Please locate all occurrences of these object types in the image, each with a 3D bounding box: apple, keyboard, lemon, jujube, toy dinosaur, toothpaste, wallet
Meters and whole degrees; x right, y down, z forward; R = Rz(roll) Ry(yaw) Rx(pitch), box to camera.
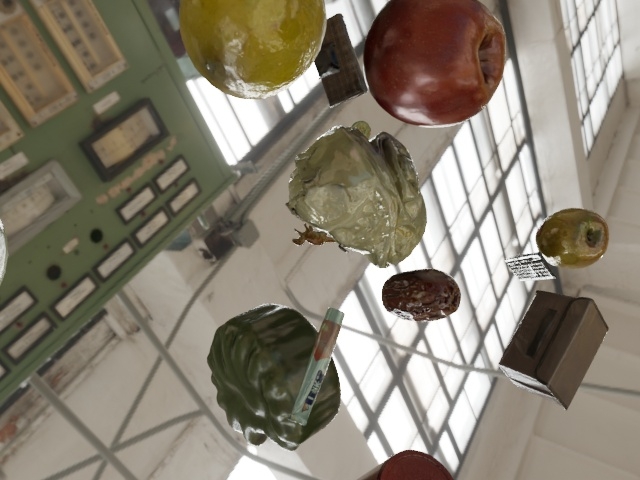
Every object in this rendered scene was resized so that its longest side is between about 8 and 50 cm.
[{"bbox_3d":[0.683,-0.005,1.597,0.182,0.182,0.155,-39,-173,-22],"label":"apple"},{"bbox_3d":[0.564,0.072,1.585,0.017,0.087,0.250,-35,177,-4],"label":"keyboard"},{"bbox_3d":[0.182,-0.294,0.947,0.201,0.218,0.218,13,-132,37],"label":"apple"},{"bbox_3d":[-0.131,-0.418,1.125,0.297,0.297,0.297,-18,-147,12],"label":"lemon"},{"bbox_3d":[0.319,0.169,1.843,0.243,0.183,0.183,3,-139,33],"label":"jujube"},{"bbox_3d":[0.000,0.000,1.576,0.039,0.162,0.126,-41,-158,41],"label":"toy dinosaur"},{"bbox_3d":[-0.005,0.218,1.022,0.036,0.056,0.205,8,-112,35],"label":"toothpaste"},{"bbox_3d":[0.042,-0.494,1.608,0.124,0.230,0.042,-20,180,21],"label":"wallet"}]

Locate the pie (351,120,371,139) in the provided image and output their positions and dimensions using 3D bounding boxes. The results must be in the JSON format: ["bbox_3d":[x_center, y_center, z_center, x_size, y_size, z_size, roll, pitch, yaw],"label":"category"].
[{"bbox_3d":[0.134,-0.361,1.964,0.084,0.084,0.021,-36,-153,-17],"label":"pie"}]

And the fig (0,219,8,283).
[{"bbox_3d":[-0.732,0.058,1.091,0.258,0.326,0.258,16,-156,-7],"label":"fig"}]

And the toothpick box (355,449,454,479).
[{"bbox_3d":[0.134,0.614,1.281,0.333,0.204,0.204,-53,-172,44],"label":"toothpick box"}]

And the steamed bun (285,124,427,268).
[{"bbox_3d":[0.110,-0.124,1.310,0.346,0.394,0.237,49,-67,20],"label":"steamed bun"}]

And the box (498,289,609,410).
[{"bbox_3d":[0.601,0.275,1.511,0.153,0.188,0.252,17,-110,47],"label":"box"}]

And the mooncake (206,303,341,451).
[{"bbox_3d":[-0.121,0.322,1.377,0.187,0.351,0.351,-18,-156,-35],"label":"mooncake"}]
